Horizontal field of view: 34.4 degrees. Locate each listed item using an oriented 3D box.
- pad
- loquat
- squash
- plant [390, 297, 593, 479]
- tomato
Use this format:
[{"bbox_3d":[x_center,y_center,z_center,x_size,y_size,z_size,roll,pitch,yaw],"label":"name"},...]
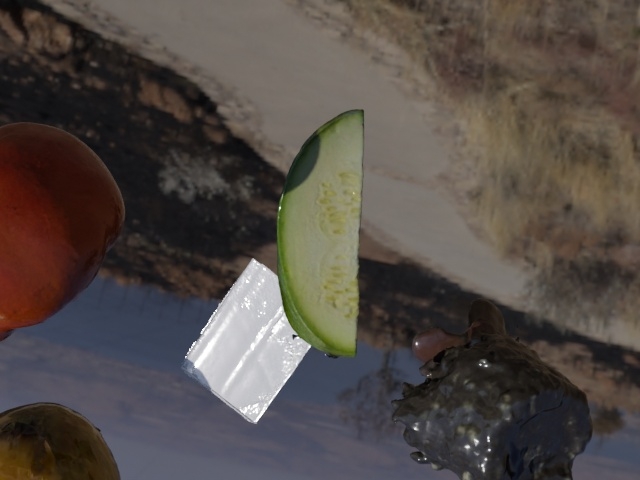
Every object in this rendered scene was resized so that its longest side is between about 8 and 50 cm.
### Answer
[{"bbox_3d":[-0.104,0.158,1.606,0.156,0.232,0.004,36,-161,7],"label":"pad"},{"bbox_3d":[-0.434,0.377,1.575,0.263,0.263,0.263,12,167,3],"label":"loquat"},{"bbox_3d":[0.000,0.000,1.299,0.111,0.203,0.288,-1,149,-5],"label":"squash"},{"bbox_3d":[0.194,0.194,1.227,0.178,0.204,0.234,25,-173,-40],"label":"plant"},{"bbox_3d":[-0.331,-0.012,1.087,0.260,0.260,0.180,-3,132,49],"label":"tomato"}]
